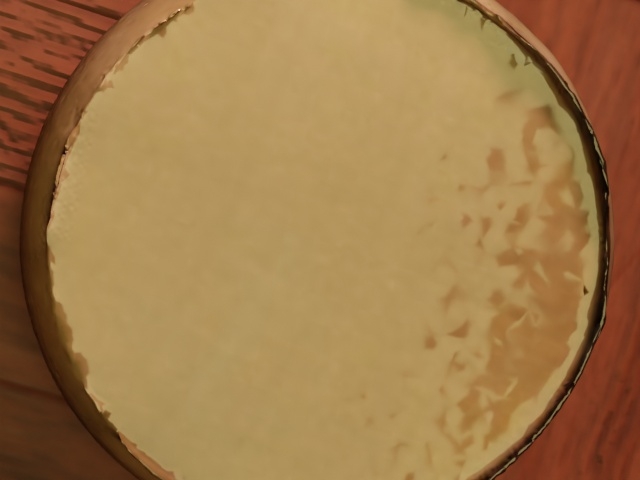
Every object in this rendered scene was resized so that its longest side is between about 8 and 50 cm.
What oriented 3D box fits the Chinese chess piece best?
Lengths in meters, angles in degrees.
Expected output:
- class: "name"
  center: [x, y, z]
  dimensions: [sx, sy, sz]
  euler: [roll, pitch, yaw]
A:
- class: "Chinese chess piece"
  center: [0.000, 0.000, 0.695]
  dimensions: [0.250, 0.103, 0.249]
  euler: [-1, 94, -10]
